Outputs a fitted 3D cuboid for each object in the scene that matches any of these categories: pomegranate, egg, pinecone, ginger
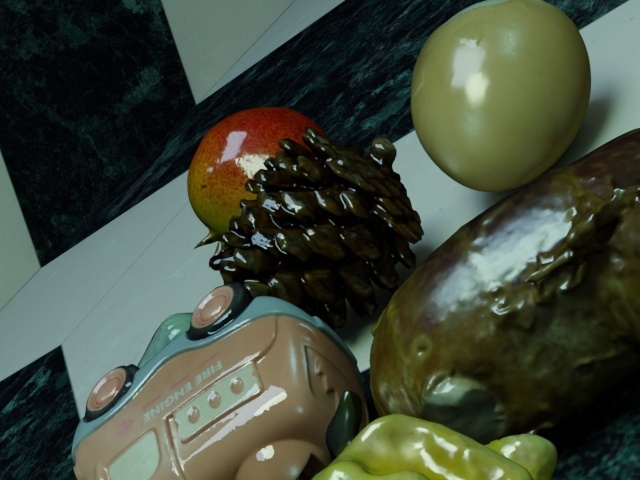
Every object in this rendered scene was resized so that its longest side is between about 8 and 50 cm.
[{"bbox_3d":[-0.084,-0.064,1.565,0.257,0.221,0.221,-68,22,-3],"label":"pomegranate"},{"bbox_3d":[0.201,-0.161,1.245,0.201,0.201,0.244,-25,37,39],"label":"egg"},{"bbox_3d":[0.000,0.000,1.250,0.272,0.224,0.224,-52,18,5],"label":"pinecone"},{"bbox_3d":[0.214,0.035,0.815,0.418,0.176,0.254,-31,14,10],"label":"ginger"}]

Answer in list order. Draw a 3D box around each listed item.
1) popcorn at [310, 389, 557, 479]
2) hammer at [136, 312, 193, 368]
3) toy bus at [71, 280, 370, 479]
[{"bbox_3d":[0.039,0.248,0.603,0.297,0.281,0.316,2,-65,-63],"label":"popcorn"},{"bbox_3d":[-0.146,0.160,1.332,0.206,0.119,0.335,-60,-1,12],"label":"hammer"},{"bbox_3d":[-0.083,0.200,1.024,0.287,0.194,0.232,-38,31,7],"label":"toy bus"}]
